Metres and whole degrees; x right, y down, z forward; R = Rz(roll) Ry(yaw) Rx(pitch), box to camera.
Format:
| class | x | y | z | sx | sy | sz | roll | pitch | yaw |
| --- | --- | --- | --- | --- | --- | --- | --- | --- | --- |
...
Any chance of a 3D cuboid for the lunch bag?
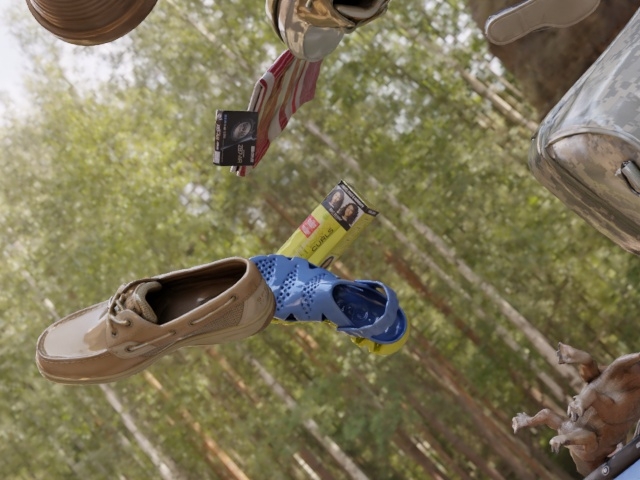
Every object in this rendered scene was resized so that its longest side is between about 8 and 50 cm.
| class | x | y | z | sx | sy | sz | roll | pitch | yaw |
| --- | --- | --- | --- | --- | --- | --- | --- | --- | --- |
| lunch bag | 0.380 | -0.144 | 0.949 | 0.305 | 0.212 | 0.256 | -48 | -7 | -6 |

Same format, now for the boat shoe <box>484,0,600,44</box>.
| class | x | y | z | sx | sy | sz | roll | pitch | yaw |
| --- | --- | --- | --- | --- | --- | --- | --- | --- | --- |
| boat shoe | 0.389 | -0.408 | 1.644 | 0.206 | 0.075 | 0.065 | -19 | 23 | 7 |

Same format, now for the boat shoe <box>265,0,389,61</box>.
| class | x | y | z | sx | sy | sz | roll | pitch | yaw |
| --- | --- | --- | --- | --- | --- | --- | --- | --- | --- |
| boat shoe | 0.019 | -0.271 | 0.985 | 0.113 | 0.103 | 0.302 | -38 | -13 | -17 |

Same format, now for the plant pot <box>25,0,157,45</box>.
| class | x | y | z | sx | sy | sz | roll | pitch | yaw |
| --- | --- | --- | --- | --- | --- | --- | --- | --- | --- |
| plant pot | -0.359 | -0.424 | 1.393 | 0.237 | 0.237 | 0.110 | -47 | -19 | 3 |

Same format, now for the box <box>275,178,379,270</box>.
| class | x | y | z | sx | sy | sz | roll | pitch | yaw |
| --- | --- | --- | --- | --- | --- | --- | --- | --- | --- |
| box | 0.000 | 0.000 | 1.737 | 0.232 | 0.087 | 0.058 | -48 | -25 | 13 |

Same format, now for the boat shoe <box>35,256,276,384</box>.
| class | x | y | z | sx | sy | sz | roll | pitch | yaw |
| --- | --- | --- | --- | --- | --- | --- | --- | --- | --- |
| boat shoe | -0.236 | 0.097 | 1.253 | 0.341 | 0.122 | 0.110 | -18 | -40 | 3 |

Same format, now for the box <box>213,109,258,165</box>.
| class | x | y | z | sx | sy | sz | roll | pitch | yaw |
| --- | --- | --- | --- | --- | --- | --- | --- | --- | --- |
| box | -0.127 | -0.154 | 1.390 | 0.067 | 0.018 | 0.083 | -4 | -76 | -42 |

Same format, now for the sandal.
| class | x | y | z | sx | sy | sz | roll | pitch | yaw |
| --- | --- | --- | --- | --- | --- | --- | --- | --- | --- |
| sandal | 0.011 | 0.093 | 1.567 | 0.138 | 0.317 | 0.126 | 110 | 175 | -71 |

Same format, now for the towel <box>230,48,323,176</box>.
| class | x | y | z | sx | sy | sz | roll | pitch | yaw |
| --- | --- | --- | --- | --- | --- | --- | --- | --- | --- |
| towel | -0.060 | -0.288 | 1.753 | 0.329 | 0.037 | 0.237 | -56 | -8 | -44 |

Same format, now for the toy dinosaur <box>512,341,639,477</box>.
| class | x | y | z | sx | sy | sz | roll | pitch | yaw |
| --- | --- | --- | --- | --- | --- | --- | --- | --- | --- |
| toy dinosaur | 0.418 | 0.251 | 1.341 | 0.200 | 0.127 | 0.296 | 9 | -60 | -17 |

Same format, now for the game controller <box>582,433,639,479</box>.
| class | x | y | z | sx | sy | sz | roll | pitch | yaw |
| --- | --- | --- | --- | --- | --- | --- | --- | --- | --- |
| game controller | 0.391 | 0.354 | 1.179 | 0.067 | 0.166 | 0.319 | 13 | -48 | -26 |
